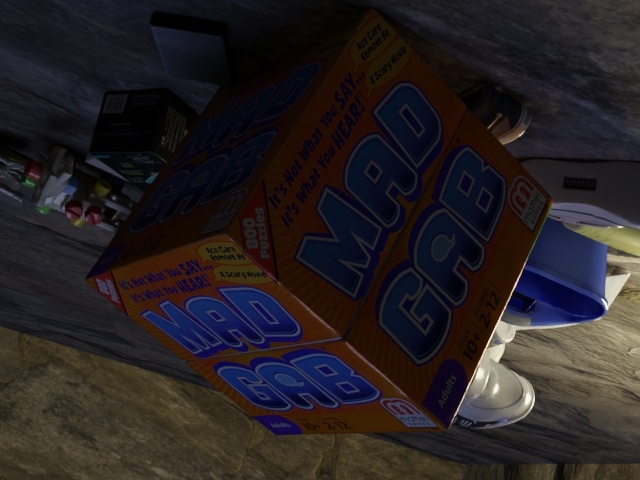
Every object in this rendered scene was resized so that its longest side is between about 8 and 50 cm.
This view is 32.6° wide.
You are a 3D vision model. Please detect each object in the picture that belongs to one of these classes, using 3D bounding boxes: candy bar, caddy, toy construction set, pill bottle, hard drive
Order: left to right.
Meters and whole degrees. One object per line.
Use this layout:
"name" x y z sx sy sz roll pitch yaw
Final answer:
"candy bar" -0.573 -0.159 1.928 0.161 0.018 0.040 26 160 -39
"toy construction set" -0.388 -0.050 1.859 0.151 0.215 0.328 -36 132 14
"hard drive" -0.165 -0.247 1.428 0.094 0.022 0.135 9 162 5
"pill bottle" 0.284 0.167 2.028 0.137 0.078 0.078 -23 144 39
"caddy" 0.312 0.048 1.779 0.341 0.179 0.241 22 158 -29

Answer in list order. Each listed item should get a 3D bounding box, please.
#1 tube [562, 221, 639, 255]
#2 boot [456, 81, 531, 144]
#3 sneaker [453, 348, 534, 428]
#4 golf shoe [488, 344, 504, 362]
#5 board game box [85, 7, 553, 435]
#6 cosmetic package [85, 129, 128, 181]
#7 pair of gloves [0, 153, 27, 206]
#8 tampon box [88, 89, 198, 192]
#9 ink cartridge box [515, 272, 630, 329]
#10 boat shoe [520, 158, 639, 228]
"tube" 0.472 -0.012 1.704 0.240 0.062 0.070 19 -159 -37
"boot" 0.181 -0.147 1.452 0.086 0.069 0.190 28 140 -28
"sneaker" 0.231 0.216 1.903 0.366 0.137 0.210 21 154 -9
"golf shoe" 0.252 0.212 2.359 0.306 0.140 0.115 1 161 31
"board game box" 0.000 0.000 1.388 0.356 0.356 0.356 42 149 -22
"cosmetic package" -0.320 -0.136 1.787 0.115 0.060 0.041 24 156 -38
"pair of gloves" -0.613 -0.137 1.936 0.204 0.042 0.240 26 163 -9
"tampon box" -0.246 -0.144 1.652 0.121 0.101 0.161 2 160 27
"ink cartridge box" 0.362 0.094 2.088 0.385 0.091 0.308 -6 160 1
"boat shoe" 0.402 -0.063 1.561 0.258 0.095 0.084 15 168 23
